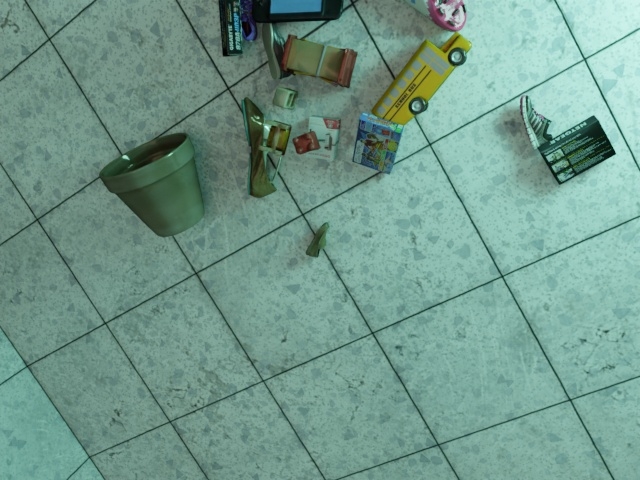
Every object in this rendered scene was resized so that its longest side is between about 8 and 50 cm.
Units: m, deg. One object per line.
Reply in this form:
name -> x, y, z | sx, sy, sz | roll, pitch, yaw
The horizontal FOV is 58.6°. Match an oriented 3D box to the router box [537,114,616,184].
router box -> 0.758, -0.266, 1.690 | 0.179, 0.046, 0.133 | -31, 115, 21

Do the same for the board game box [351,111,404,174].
board game box -> 0.177, -0.302, 1.799 | 0.136, 0.035, 0.201 | 21, 149, 8

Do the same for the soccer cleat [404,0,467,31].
soccer cleat -> 0.291, -0.737, 1.671 | 0.331, 0.143, 0.116 | 40, 79, -19

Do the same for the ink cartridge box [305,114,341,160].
ink cartridge box -> 0.008, -0.338, 1.884 | 0.099, 0.056, 0.135 | 9, 108, 11

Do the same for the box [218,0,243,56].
box -> -0.284, -0.694, 1.792 | 0.051, 0.175, 0.220 | -6, 108, -14

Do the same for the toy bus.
toy bus -> 0.309, -0.487, 1.731 | 0.130, 0.108, 0.332 | 40, 113, 2

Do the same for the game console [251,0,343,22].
game console -> -0.084, -0.805, 1.696 | 0.293, 0.173, 0.250 | 3, 86, 15

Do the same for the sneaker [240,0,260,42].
sneaker -> -0.235, -0.723, 1.825 | 0.068, 0.071, 0.169 | -9, 103, 17

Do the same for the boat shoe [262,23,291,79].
boat shoe -> -0.140, -0.627, 1.847 | 0.065, 0.075, 0.206 | -14, 100, -25

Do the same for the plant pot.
plant pot -> -0.543, -0.178, 1.974 | 0.323, 0.323, 0.280 | -13, 119, 18

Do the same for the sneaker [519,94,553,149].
sneaker -> 0.646, -0.360, 1.704 | 0.075, 0.063, 0.170 | -18, 106, 20

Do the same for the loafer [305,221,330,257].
loafer -> 0.000, 0.000, 1.993 | 0.050, 0.056, 0.148 | 32, 122, 3

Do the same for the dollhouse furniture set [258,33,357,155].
dollhouse furniture set -> -0.037, -0.438, 1.796 | 0.201, 0.152, 0.374 | 18, 105, 9

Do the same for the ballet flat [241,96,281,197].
ballet flat -> -0.194, -0.311, 1.928 | 0.124, 0.116, 0.342 | -4, 107, -5
